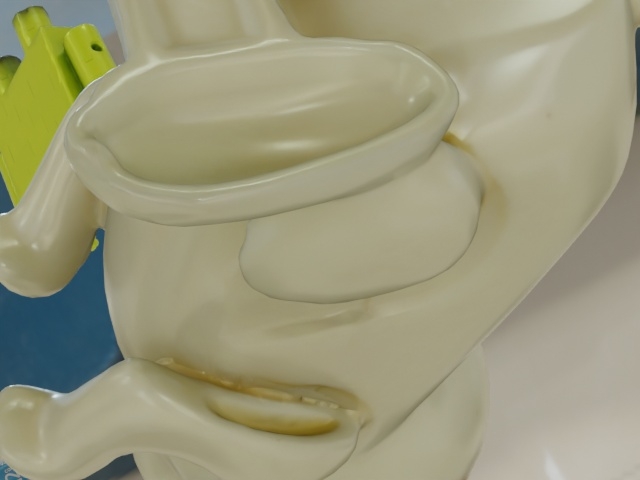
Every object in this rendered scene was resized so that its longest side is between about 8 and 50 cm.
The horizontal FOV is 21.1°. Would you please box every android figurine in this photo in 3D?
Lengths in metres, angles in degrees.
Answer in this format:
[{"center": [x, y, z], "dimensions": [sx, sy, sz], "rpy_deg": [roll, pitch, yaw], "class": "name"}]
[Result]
[{"center": [-0.289, -0.117, 1.889], "dimensions": [0.056, 0.248, 0.273], "rpy_deg": [-4, 54, -39], "class": "android figurine"}]

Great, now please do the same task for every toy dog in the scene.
[{"center": [0.000, 0.000, 0.926], "dimensions": [0.395, 0.408, 0.284], "rpy_deg": [-15, 49, -21], "class": "toy dog"}]

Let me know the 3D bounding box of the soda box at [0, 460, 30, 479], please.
[{"center": [-0.225, 0.282, 1.427], "dimensions": [0.071, 0.067, 0.210], "rpy_deg": [-29, 91, -6], "class": "soda box"}]
